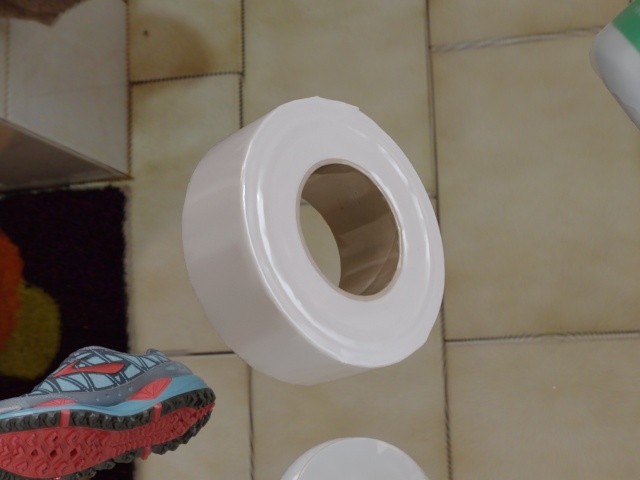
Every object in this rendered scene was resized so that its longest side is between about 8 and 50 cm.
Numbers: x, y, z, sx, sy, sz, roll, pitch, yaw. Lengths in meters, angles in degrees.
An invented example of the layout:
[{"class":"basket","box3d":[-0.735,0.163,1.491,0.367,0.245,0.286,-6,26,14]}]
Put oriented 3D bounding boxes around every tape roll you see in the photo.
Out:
[{"class":"tape roll","box3d":[0.000,0.000,0.976,0.100,0.286,0.286,-23,74,44]}]

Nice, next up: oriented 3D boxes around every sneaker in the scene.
[{"class":"sneaker","box3d":[-0.241,0.169,0.967,0.125,0.262,0.104,41,118,36]}]

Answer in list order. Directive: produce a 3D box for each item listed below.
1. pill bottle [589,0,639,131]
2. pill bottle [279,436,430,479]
[{"class":"pill bottle","box3d":[0.320,-0.130,0.413,0.361,0.204,0.204,-41,74,20]},{"class":"pill bottle","box3d":[0.020,0.187,0.606,0.108,0.193,0.108,1,65,-1]}]
